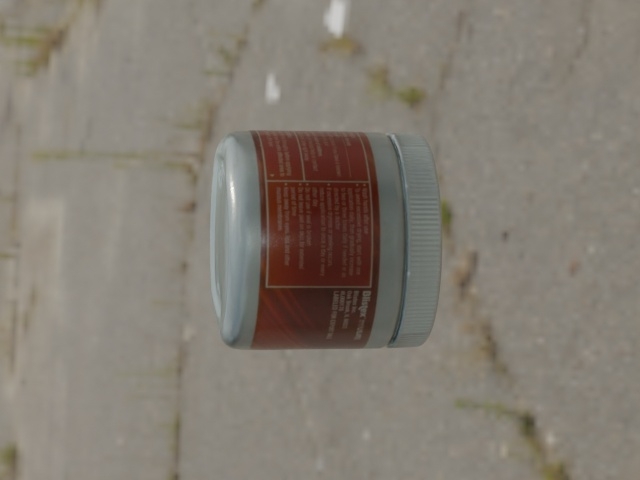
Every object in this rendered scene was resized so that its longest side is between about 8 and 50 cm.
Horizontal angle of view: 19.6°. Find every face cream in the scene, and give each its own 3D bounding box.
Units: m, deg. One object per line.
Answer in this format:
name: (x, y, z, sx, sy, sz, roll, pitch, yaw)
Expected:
face cream: (0.000, 0.000, 1.685, 0.201, 0.187, 0.201, 180, 90, -81)
